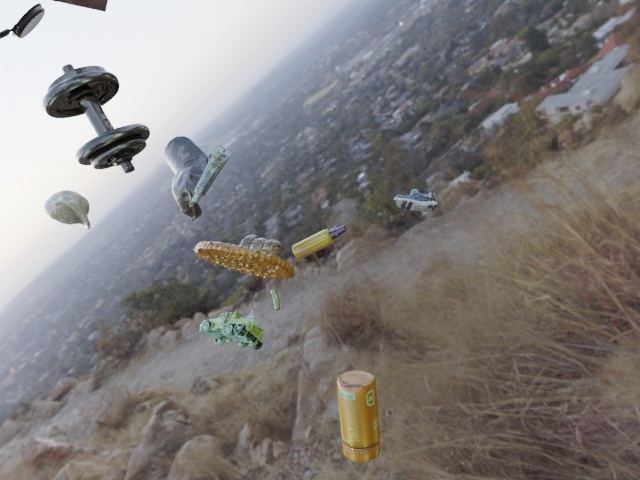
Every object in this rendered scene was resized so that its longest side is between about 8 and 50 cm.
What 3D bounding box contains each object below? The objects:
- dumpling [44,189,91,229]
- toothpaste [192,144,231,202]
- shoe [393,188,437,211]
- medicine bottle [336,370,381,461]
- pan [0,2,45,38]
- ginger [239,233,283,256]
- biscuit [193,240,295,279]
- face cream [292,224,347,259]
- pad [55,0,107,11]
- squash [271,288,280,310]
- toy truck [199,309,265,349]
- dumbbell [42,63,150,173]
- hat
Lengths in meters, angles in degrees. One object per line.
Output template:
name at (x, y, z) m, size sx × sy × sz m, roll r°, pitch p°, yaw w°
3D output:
dumpling at (-0.894, -0.105, 1.511) m, size 0.216 × 0.166 × 0.126 m, roll -19°, pitch 34°, yaw 35°
toothpaste at (-0.454, -0.267, 1.713) m, size 0.255 × 0.067 × 0.037 m, roll -58°, pitch 3°, yaw 4°
shoe at (0.314, -0.136, 1.388) m, size 0.063 × 0.143 × 0.071 m, roll 91°, pitch -177°, yaw -65°
medicine bottle at (0.094, 0.427, 1.026) m, size 0.097 × 0.191 × 0.096 m, roll -6°, pitch 5°, yaw 0°
pan at (-0.931, -0.655, 1.294) m, size 0.136 × 0.028 × 0.234 m, roll -23°, pitch 36°, yaw 37°
ginger at (-0.238, 0.026, 1.672) m, size 0.204 × 0.080 × 0.104 m, roll 9°, pitch 61°, yaw 38°
biscuit at (-0.183, 0.054, 1.020) m, size 0.254 × 0.254 × 0.035 m, roll -10°, pitch 63°, yaw 55°
face cream at (0.000, 0.000, 1.959) m, size 0.274 × 0.078 × 0.078 m, roll -27°, pitch 24°, yaw 19°
pad at (-0.875, -0.885, 1.521) m, size 0.188 × 0.006 × 0.113 m, roll -5°, pitch -9°, yaw -35°
squash at (-0.177, 0.235, 1.661) m, size 0.027 × 0.089 × 0.027 m, roll -15°, pitch -18°, yaw -5°
toy truck at (-0.339, 0.340, 1.654) m, size 0.260 × 0.128 × 0.135 m, roll -9°, pitch 47°, yaw 29°
dumbbell at (-0.553, -0.299, 1.046) m, size 0.192 × 0.289 × 0.192 m, roll -28°, pitch 9°, yaw 5°
hat at (-0.645, -0.297, 1.945) m, size 0.257 × 0.382 × 0.366 m, roll -40°, pitch -21°, yaw -54°
